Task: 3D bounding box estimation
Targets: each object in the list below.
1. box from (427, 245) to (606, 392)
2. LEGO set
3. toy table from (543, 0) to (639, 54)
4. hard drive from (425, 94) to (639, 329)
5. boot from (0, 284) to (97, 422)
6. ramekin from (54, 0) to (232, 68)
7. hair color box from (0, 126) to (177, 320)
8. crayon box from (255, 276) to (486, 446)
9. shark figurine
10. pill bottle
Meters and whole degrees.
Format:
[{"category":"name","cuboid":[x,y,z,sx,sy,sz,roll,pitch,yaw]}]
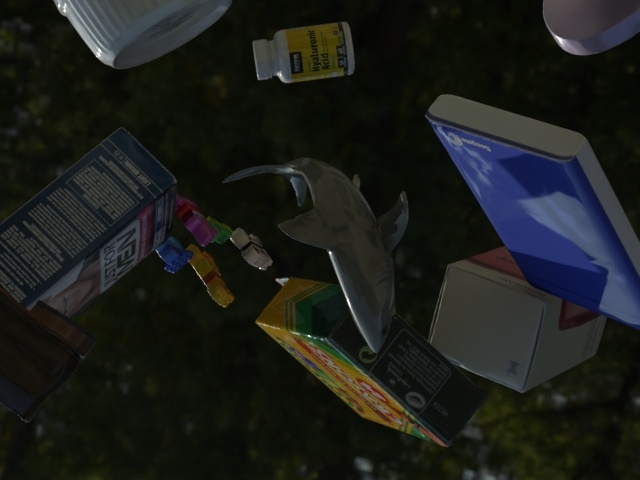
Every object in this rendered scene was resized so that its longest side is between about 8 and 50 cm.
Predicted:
[{"category":"box","cuboid":[0.267,0.092,2.009,0.148,0.127,0.232,22,-161,28]},{"category":"LEGO set","cuboid":[-0.140,0.028,2.012,0.093,0.087,0.227,54,-168,26]},{"category":"toy table","cuboid":[0.317,-0.360,1.692,0.252,0.161,0.274,-5,-132,38]},{"category":"hard drive","cuboid":[0.263,-0.025,1.726,0.210,0.040,0.319,23,158,44]},{"category":"boot","cuboid":[-0.336,0.090,1.507,0.219,0.106,0.082,25,165,21]},{"category":"ramekin","cuboid":[-0.201,-0.290,1.807,0.109,0.207,0.207,61,-151,4]},{"category":"hair color box","cuboid":[-0.332,0.035,1.834,0.105,0.174,0.347,44,-112,11]},{"category":"crayon box","cuboid":[0.046,0.141,1.876,0.202,0.081,0.318,42,168,-16]},{"category":"shark figurine","cuboid":[-0.007,-0.028,1.628,0.116,0.166,0.278,-10,-133,-29]},{"category":"pill bottle","cuboid":[-0.020,-0.222,1.830,0.116,0.065,0.065,-9,-160,-3]}]
